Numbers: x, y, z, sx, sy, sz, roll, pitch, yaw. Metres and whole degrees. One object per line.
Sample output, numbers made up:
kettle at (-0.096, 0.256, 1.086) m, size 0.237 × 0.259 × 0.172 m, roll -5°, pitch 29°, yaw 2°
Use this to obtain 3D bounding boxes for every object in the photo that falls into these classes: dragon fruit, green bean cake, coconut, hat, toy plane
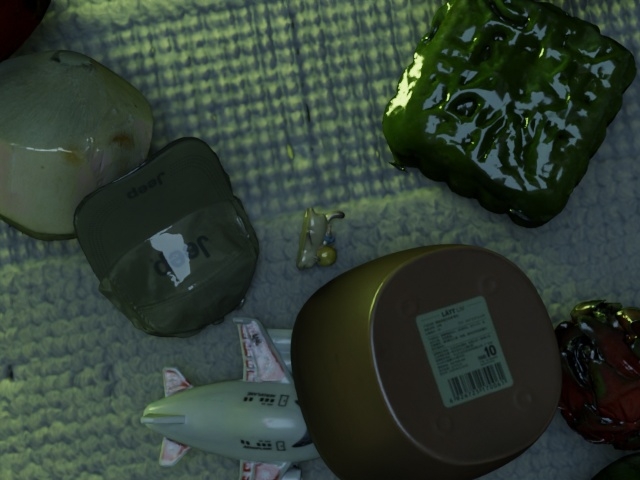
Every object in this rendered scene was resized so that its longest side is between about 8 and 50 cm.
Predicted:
dragon fruit at (0.349, 0.157, 1.519) m, size 0.182 × 0.182 × 0.189 m, roll -23°, pitch 91°, yaw 2°
green bean cake at (0.224, -0.166, 1.566) m, size 0.250 × 0.156 × 0.247 m, roll 29°, pitch 86°, yaw 6°
coconut at (-0.315, -0.123, 1.554) m, size 0.241 × 0.241 × 0.241 m, roll 0°, pitch 85°, yaw 4°
hat at (-0.175, 0.010, 1.551) m, size 0.214 × 0.245 × 0.149 m, roll -35°, pitch 71°, yaw -7°
toy plane at (-0.093, 0.220, 1.577) m, size 0.252 × 0.118 × 0.252 m, roll 0°, pitch 87°, yaw 2°

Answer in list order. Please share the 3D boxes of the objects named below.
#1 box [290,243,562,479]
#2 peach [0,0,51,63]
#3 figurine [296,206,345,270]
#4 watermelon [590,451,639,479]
box at (0.128, 0.146, 1.474) m, size 0.301 × 0.216 × 0.301 m, roll 3°, pitch 78°, yaw -17°
peach at (-0.536, -0.330, 1.555) m, size 0.416 × 0.339 × 0.353 m, roll -2°, pitch 93°, yaw 5°
figurine at (0.000, 0.000, 1.626) m, size 0.050 × 0.047 × 0.083 m, roll 10°, pitch 90°, yaw -5°
watermelon at (0.400, 0.357, 1.461) m, size 0.242 × 0.242 × 0.242 m, roll 0°, pitch 85°, yaw 4°
